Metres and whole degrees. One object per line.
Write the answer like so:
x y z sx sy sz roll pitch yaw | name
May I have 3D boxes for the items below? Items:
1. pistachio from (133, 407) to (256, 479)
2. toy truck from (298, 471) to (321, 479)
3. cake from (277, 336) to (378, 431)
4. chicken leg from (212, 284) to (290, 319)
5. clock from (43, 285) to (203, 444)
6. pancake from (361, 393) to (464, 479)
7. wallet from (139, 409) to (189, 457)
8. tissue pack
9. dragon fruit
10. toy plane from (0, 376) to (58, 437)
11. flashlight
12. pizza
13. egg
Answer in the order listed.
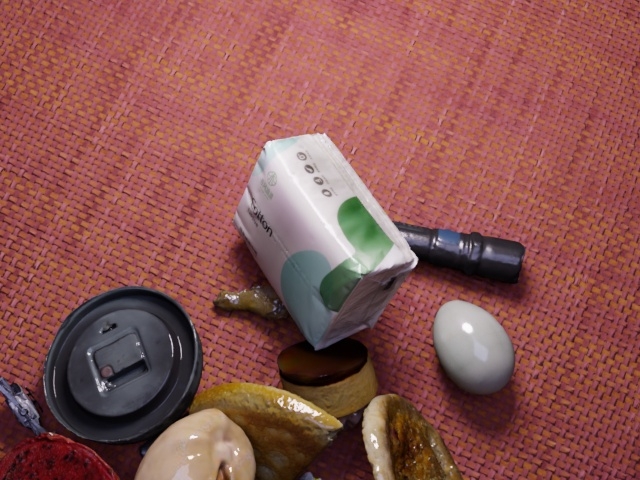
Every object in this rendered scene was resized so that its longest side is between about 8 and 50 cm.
-0.243 0.461 1.504 0.229 0.230 0.309 28 98 6 | pistachio
-0.031 0.518 1.612 0.077 0.076 0.111 41 71 -8 | toy truck
0.013 0.305 1.637 0.207 0.185 0.178 -13 108 -29 | cake
-0.132 0.129 1.737 0.197 0.069 0.085 1 70 4 | chicken leg
-0.392 0.250 1.637 0.324 0.067 0.325 -5 62 9 | clock
0.185 0.452 1.534 0.065 0.356 0.356 -32 72 26 | pancake
-0.230 0.490 1.629 0.146 0.030 0.285 -33 77 -15 | wallet
-0.001 0.000 1.642 0.193 0.266 0.357 -17 60 -36 | tissue pack
-0.512 0.483 1.557 0.317 0.152 0.205 -37 68 3 | dragon fruit
-0.581 0.356 1.631 0.053 0.078 0.197 -34 91 -16 | toy plane
0.230 0.012 1.780 0.423 0.103 0.103 11 71 1 | flashlight
-0.114 0.341 1.561 0.257 0.268 0.087 36 44 -1 | pizza
0.313 0.218 1.686 0.151 0.151 0.209 -23 69 -10 | egg
